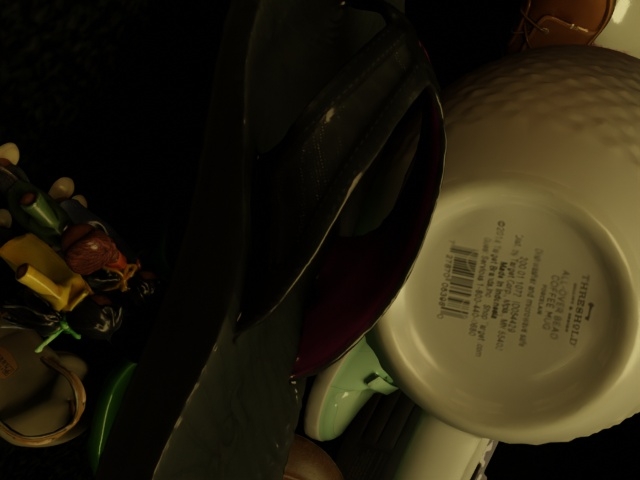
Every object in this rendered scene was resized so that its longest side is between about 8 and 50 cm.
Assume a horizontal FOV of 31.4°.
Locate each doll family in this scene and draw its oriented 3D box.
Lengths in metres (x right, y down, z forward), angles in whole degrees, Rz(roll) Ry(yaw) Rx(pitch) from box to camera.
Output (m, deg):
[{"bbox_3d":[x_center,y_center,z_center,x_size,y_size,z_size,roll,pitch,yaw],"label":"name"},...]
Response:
[{"bbox_3d":[-0.126,0.022,0.617,0.076,0.111,0.193,-52,158,1],"label":"doll family"}]

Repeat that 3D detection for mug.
[{"bbox_3d":[0.146,0.046,0.855,0.374,0.276,0.328,-69,167,19],"label":"mug"}]

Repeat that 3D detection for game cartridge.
[{"bbox_3d":[0.048,0.329,1.220,0.355,0.068,0.230,-62,-161,-12],"label":"game cartridge"}]

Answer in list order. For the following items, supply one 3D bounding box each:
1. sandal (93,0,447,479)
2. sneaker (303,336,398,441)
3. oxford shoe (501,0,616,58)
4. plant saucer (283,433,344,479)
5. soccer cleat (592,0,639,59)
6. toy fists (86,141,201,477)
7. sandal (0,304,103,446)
[{"bbox_3d":[0.001,0.002,0.636,0.167,0.107,0.445,35,67,-59],"label":"sandal"},{"bbox_3d":[0.099,0.134,1.164,0.256,0.151,0.094,-54,159,7],"label":"sneaker"},{"bbox_3d":[0.197,-0.189,0.977,0.076,0.076,0.212,-31,151,-21],"label":"oxford shoe"},{"bbox_3d":[-0.060,0.271,1.040,0.198,0.198,0.036,-50,-159,-4],"label":"plant saucer"},{"bbox_3d":[0.366,-0.219,1.156,0.331,0.143,0.116,-9,133,-58],"label":"soccer cleat"},{"bbox_3d":[-0.057,0.053,0.786,0.142,0.096,0.279,-12,123,-66],"label":"toy fists"},{"bbox_3d":[-0.177,0.097,0.713,0.072,0.049,0.180,-46,158,-14],"label":"sandal"}]
